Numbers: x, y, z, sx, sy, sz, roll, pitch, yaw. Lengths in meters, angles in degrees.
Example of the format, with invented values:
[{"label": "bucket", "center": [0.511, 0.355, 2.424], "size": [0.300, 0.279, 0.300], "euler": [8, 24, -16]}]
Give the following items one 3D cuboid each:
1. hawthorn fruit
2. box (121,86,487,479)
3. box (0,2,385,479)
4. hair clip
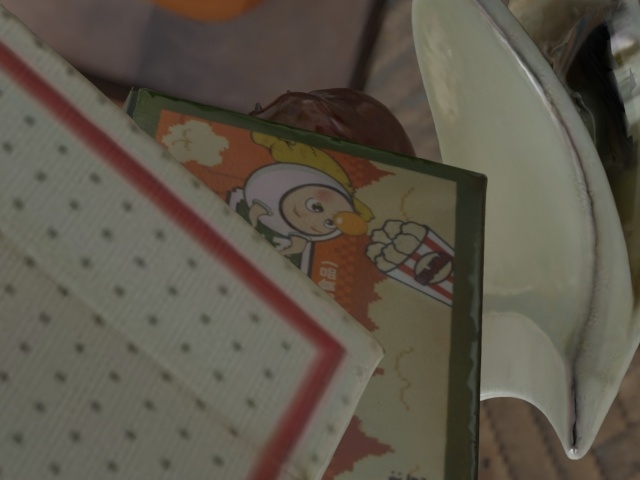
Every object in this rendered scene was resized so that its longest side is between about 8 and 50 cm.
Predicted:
[{"label": "hawthorn fruit", "center": [0.000, 0.000, 1.566], "size": [0.208, 0.208, 0.248], "euler": [-25, 92, 35]}, {"label": "box", "center": [-0.035, 0.082, 0.689], "size": [0.195, 0.148, 0.178], "euler": [-82, 7, -47]}, {"label": "box", "center": [-0.141, 0.072, 0.289], "size": [0.095, 0.210, 0.330], "euler": [-37, 15, 44]}, {"label": "hair clip", "center": [0.117, -0.036, 1.029], "size": [0.172, 0.113, 0.282], "euler": [-5, 92, 63]}]
